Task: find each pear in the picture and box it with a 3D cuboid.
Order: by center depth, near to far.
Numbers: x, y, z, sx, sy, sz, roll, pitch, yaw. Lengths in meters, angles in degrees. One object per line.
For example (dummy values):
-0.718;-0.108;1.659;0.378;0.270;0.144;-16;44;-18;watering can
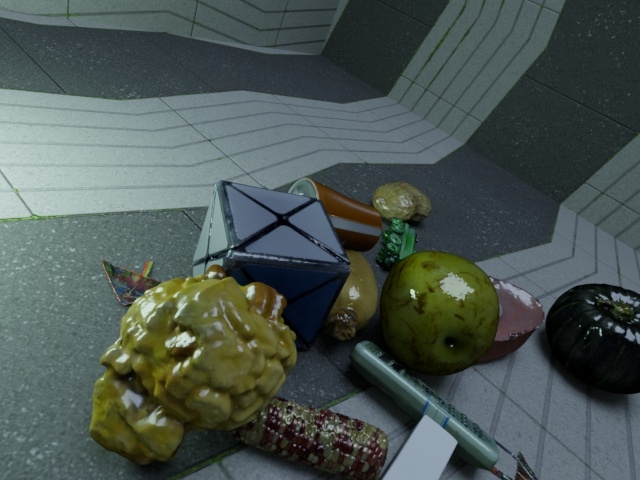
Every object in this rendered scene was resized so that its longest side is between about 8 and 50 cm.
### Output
0.261;0.159;1.023;0.283;0.284;0.284;17;32;-11;pear

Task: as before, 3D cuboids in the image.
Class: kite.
0.396;0.489;0.888;0.160;0.010;0.183;33;33;14;kite
-0.383;0.088;0.950;0.189;0.010;0.159;23;30;-5;kite

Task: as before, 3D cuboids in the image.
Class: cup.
0.040;-0.049;1.182;0.263;0.183;0.226;11;5;-33;cup

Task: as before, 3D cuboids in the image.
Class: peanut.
0.293;-0.140;1.653;0.232;0.110;0.197;-8;44;-44;peanut

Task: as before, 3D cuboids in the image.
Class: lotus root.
0.062;0.125;1.071;0.131;0.146;0.303;48;23;-22;lotus root

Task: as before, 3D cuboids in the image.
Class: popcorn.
-0.199;0.176;0.686;0.332;0.225;0.265;-43;57;-10;popcorn

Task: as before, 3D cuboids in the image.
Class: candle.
0.422;0.211;1.215;0.316;0.132;0.287;19;37;9;candle

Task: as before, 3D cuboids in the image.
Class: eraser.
0.130;0.419;0.746;0.076;0.078;0.298;38;34;20;eraser

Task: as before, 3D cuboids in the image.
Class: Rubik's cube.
-0.115;0.053;0.951;0.259;0.260;0.255;10;35;-27;Rubik's cube

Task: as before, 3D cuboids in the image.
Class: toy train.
0.252;0.018;1.424;0.119;0.085;0.251;30;34;-2;toy train

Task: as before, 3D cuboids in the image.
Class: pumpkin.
0.808;0.272;1.269;0.322;0.242;0.323;4;38;-3;pumpkin

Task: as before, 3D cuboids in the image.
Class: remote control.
0.204;0.330;0.925;0.335;0.066;0.128;36;5;18;remote control

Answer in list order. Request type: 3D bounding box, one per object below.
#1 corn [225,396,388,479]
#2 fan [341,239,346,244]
-0.025;0.327;0.764;0.289;0.098;0.098;19;32;-3;corn
0.000;0.059;1.117;0.005;0.175;0.113;45;3;-21;fan
